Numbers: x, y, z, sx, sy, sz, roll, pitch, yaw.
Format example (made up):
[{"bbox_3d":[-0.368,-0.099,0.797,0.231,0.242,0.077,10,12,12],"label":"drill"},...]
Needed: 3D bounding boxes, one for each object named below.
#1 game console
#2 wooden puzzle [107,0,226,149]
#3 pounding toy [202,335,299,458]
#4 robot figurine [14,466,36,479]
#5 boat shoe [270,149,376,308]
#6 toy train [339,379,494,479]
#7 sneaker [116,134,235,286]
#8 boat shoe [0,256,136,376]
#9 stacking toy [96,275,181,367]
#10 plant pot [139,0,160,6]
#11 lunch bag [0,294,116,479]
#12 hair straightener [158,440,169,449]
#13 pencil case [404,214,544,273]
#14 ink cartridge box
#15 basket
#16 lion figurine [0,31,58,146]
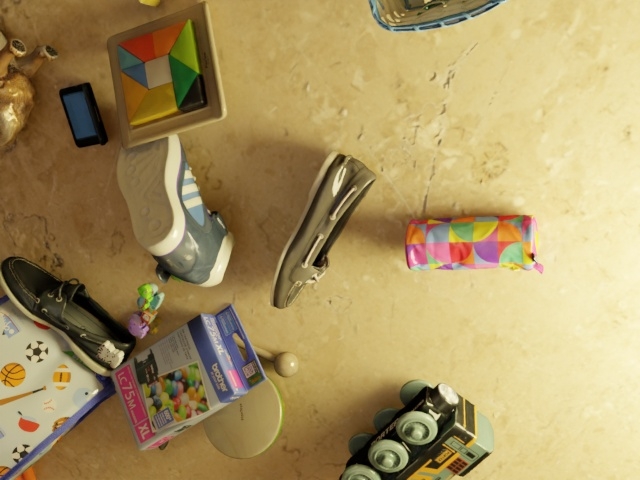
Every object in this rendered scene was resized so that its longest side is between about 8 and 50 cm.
[{"bbox_3d":[-0.469,-0.242,1.469,0.071,0.107,0.122,-16,106,-7],"label":"game console"},{"bbox_3d":[-0.289,-0.300,1.361,0.239,0.044,0.221,-14,82,24],"label":"wooden puzzle"},{"bbox_3d":[-0.135,0.334,1.567,0.183,0.110,0.237,14,84,24],"label":"pounding toy"},{"bbox_3d":[-0.793,0.576,1.841,0.128,0.158,0.219,25,124,55],"label":"robot figurine"},{"bbox_3d":[0.000,0.000,1.381,0.095,0.112,0.335,27,112,12],"label":"boat shoe"},{"bbox_3d":[0.182,0.418,1.466,0.190,0.142,0.334,35,116,-8],"label":"toy train"},{"bbox_3d":[-0.265,-0.059,1.440,0.130,0.323,0.236,-26,145,13],"label":"sneaker"},{"bbox_3d":[-0.532,0.141,1.597,0.113,0.127,0.340,-40,95,25],"label":"boat shoe"},{"bbox_3d":[-0.357,0.139,1.517,0.052,0.167,0.221,34,117,4],"label":"stacking toy"},{"bbox_3d":[-0.307,-0.477,1.327,0.081,0.081,0.083,45,104,-2],"label":"plant pot"},{"bbox_3d":[-0.690,0.333,1.653,0.385,0.239,0.328,-43,91,0],"label":"lunch bag"},{"bbox_3d":[-0.362,0.365,1.675,0.089,0.047,0.230,3,106,17],"label":"hair straightener"},{"bbox_3d":[0.266,0.010,1.306,0.236,0.104,0.104,1,109,19],"label":"pencil case"},{"bbox_3d":[-0.278,0.281,1.543,0.311,0.065,0.186,-32,70,15],"label":"ink cartridge box"},{"bbox_3d":[0.171,-0.411,1.075,0.255,0.289,0.201,-10,101,24],"label":"basket"},{"bbox_3d":[-0.667,-0.385,1.462,0.240,0.142,0.392,-29,84,32],"label":"lion figurine"}]
